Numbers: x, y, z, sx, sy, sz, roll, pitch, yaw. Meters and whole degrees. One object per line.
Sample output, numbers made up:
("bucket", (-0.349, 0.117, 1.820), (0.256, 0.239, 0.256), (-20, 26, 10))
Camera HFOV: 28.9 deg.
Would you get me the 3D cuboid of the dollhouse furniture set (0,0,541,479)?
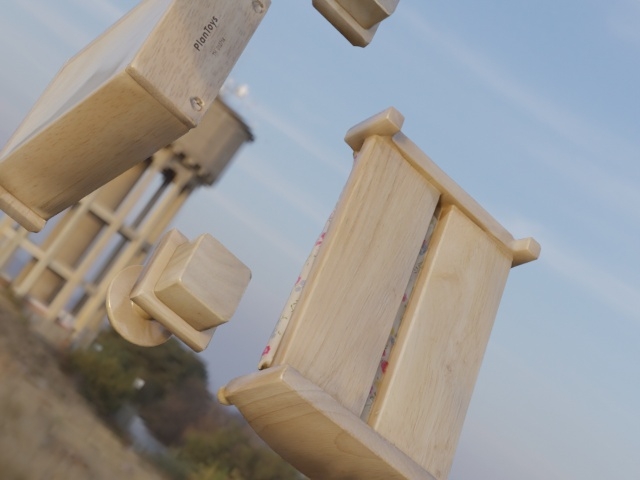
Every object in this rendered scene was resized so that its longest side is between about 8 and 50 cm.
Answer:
("dollhouse furniture set", (0.000, 0.000, 0.763), (0.355, 0.303, 0.174), (42, -39, -22))
